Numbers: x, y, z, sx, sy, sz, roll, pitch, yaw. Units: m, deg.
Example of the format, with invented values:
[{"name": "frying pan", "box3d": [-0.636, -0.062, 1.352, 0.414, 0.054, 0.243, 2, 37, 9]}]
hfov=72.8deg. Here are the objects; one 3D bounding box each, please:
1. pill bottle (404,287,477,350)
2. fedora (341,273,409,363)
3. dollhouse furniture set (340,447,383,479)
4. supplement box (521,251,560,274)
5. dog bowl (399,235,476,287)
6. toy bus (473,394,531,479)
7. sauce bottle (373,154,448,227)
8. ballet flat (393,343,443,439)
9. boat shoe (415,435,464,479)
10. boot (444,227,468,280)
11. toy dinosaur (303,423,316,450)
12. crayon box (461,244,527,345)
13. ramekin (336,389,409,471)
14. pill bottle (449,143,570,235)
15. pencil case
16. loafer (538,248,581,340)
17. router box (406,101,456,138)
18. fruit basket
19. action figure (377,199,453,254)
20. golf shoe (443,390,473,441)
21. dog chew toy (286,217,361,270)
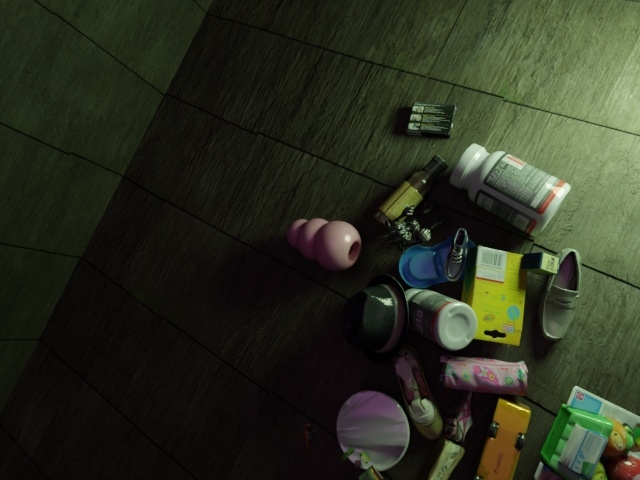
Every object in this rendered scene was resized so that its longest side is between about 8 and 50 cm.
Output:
[{"name": "pill bottle", "box3d": [0.396, 0.264, 1.522, 0.161, 0.283, 0.162, -2, 96, -18]}, {"name": "fedora", "box3d": [0.179, 0.287, 1.601, 0.334, 0.152, 0.335, -18, 70, 59]}, {"name": "dollhouse furniture set", "box3d": [0.141, 0.793, 1.501, 0.076, 0.058, 0.152, -46, 68, 8]}, {"name": "supplement box", "box3d": [0.752, 0.080, 1.485, 0.083, 0.083, 0.056, 18, 80, -16]}, {"name": "dog bowl", "box3d": [0.453, 0.088, 1.659, 0.297, 0.074, 0.166, -15, 74, 18]}, {"name": "toy bus", "box3d": [0.596, 0.700, 1.444, 0.108, 0.130, 0.333, 17, 85, 22]}, {"name": "sauce bottle", "box3d": [0.363, -0.190, 1.731, 0.344, 0.111, 0.111, -45, 67, 7]}, {"name": "ballet flat", "box3d": [0.345, 0.551, 1.581, 0.123, 0.123, 0.349, -21, 72, 16]}, {"name": "boat shoe", "box3d": [0.402, 0.830, 1.505, 0.089, 0.104, 0.285, 29, 88, 1]}, {"name": "boot", "box3d": [0.487, 0.050, 1.566, 0.069, 0.086, 0.190, 10, 82, 22]}, {"name": "toy dinosaur", "box3d": [-0.047, 0.765, 1.709, 0.047, 0.090, 0.082, -11, 119, 29]}, {"name": "crayon box", "box3d": [0.606, 0.194, 1.527, 0.202, 0.081, 0.319, 12, 81, -9]}, {"name": "ramekin", "box3d": [0.201, 0.688, 1.600, 0.272, 0.127, 0.273, -5, 77, 20]}, {"name": "pill bottle", "box3d": [0.668, -0.192, 1.561, 0.362, 0.210, 0.210, 36, 93, 23]}, {"name": "pencil case", "box3d": [0.564, 0.464, 1.511, 0.283, 0.124, 0.124, 1, 79, 21]}, {"name": "loafer", "box3d": [0.816, 0.182, 1.478, 0.111, 0.111, 0.320, 10, 82, 22]}, {"name": "router box", "box3d": [0.457, -0.498, 1.795, 0.178, 0.046, 0.133, 12, 83, 22]}, {"name": "fruit basket", "box3d": [0.889, 0.677, 1.322, 0.352, 0.165, 0.327, 26, 89, 20]}, {"name": "action figure", "box3d": [0.353, -0.059, 1.642, 0.275, 0.141, 0.164, -27, 79, -15]}, {"name": "golf shoe", "box3d": [0.505, 0.617, 1.542, 0.085, 0.067, 0.186, 24, 81, -10]}, {"name": "dog chew toy", "box3d": [0.000, 0.000, 1.791, 0.331, 0.206, 0.207, 19, 86, 32]}]
